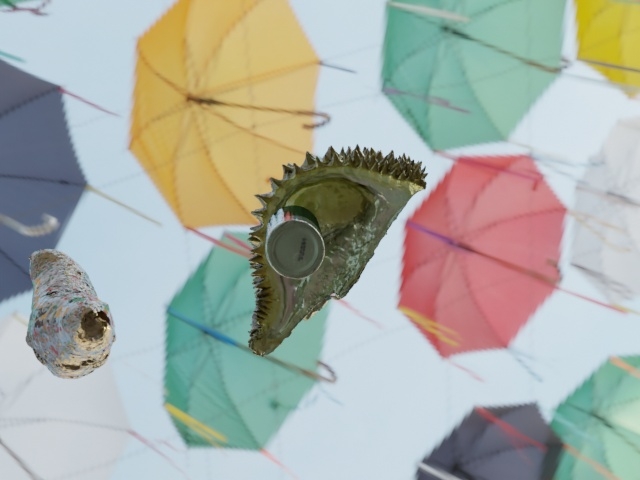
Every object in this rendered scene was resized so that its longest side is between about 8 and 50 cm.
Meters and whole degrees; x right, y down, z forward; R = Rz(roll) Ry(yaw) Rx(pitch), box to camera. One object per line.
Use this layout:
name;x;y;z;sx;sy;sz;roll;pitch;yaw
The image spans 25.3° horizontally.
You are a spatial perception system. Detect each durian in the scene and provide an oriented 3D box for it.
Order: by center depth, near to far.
durian;0.000;0.000;1.732;0.306;0.166;0.172;-51;-21;7

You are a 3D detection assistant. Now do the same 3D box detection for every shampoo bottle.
shampoo bottle;-0.029;-0.001;1.523;0.065;0.204;0.065;0;-83;-2

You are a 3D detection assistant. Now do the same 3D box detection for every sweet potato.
sweet potato;-0.275;0.091;1.553;0.092;0.341;0.114;-6;-79;-16
